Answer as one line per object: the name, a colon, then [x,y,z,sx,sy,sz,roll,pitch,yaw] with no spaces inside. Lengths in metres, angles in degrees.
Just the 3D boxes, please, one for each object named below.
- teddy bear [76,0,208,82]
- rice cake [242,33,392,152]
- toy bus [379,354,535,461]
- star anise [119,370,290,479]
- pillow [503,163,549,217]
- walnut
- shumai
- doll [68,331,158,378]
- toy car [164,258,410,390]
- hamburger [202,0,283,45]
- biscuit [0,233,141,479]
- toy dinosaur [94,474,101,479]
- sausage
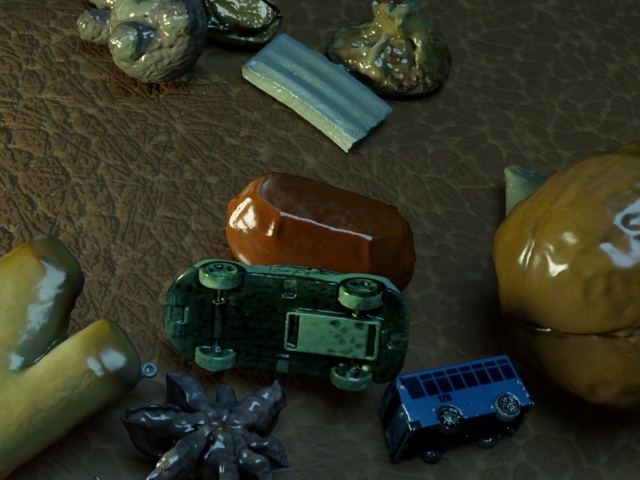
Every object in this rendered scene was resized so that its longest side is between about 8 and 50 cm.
teddy bear: [-0.266,-0.370,1.719,0.236,0.151,0.267,-21,62,3]
rice cake: [-0.006,-0.242,1.767,0.237,0.043,0.127,36,50,12]
toy bus: [0.170,0.216,1.427,0.184,0.090,0.106,-7,54,-24]
star anise: [-0.127,0.234,1.312,0.236,0.093,0.229,-16,48,-40]
pillow: [0.414,-0.016,1.690,0.302,0.075,0.185,14,52,-7]
walnut: [0.428,0.041,1.476,0.398,0.354,0.308,-14,33,-17]
shumai: [0.124,-0.338,1.818,0.209,0.153,0.161,16,43,1]
doll: [-0.312,0.159,1.343,0.227,0.075,0.102,2,68,-1]
toy car: [-0.039,0.094,1.400,0.306,0.136,0.125,7,23,4]
hamburger: [-0.160,-0.362,1.798,0.176,0.087,0.102,30,66,-5]
biscuit: [-0.377,0.147,1.280,0.290,0.062,0.237,-34,67,-7]
toy dinosaur: [-0.206,0.349,1.244,0.162,0.039,0.126,21,51,2]
sausage: [0.000,0.001,1.505,0.268,0.141,0.153,17,38,-5]
